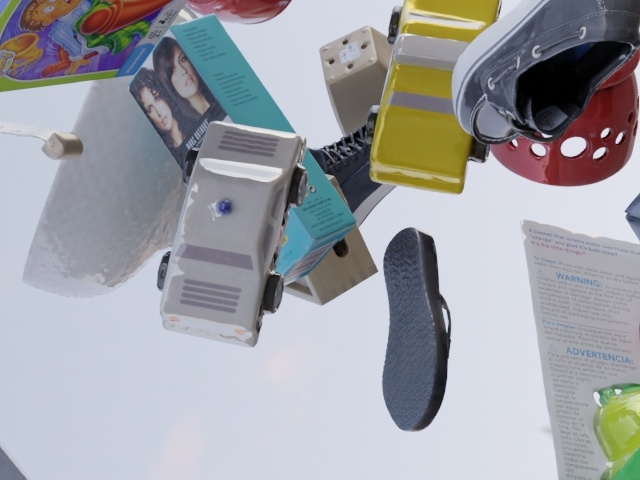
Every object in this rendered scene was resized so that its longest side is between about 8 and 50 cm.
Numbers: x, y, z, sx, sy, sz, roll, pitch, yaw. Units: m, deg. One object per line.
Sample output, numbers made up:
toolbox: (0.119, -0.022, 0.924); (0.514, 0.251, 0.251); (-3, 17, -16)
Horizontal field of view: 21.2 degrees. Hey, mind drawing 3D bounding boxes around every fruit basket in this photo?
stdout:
fruit basket: (0.313, 0.151, 1.301); (0.353, 0.327, 0.165); (-96, 22, -45)

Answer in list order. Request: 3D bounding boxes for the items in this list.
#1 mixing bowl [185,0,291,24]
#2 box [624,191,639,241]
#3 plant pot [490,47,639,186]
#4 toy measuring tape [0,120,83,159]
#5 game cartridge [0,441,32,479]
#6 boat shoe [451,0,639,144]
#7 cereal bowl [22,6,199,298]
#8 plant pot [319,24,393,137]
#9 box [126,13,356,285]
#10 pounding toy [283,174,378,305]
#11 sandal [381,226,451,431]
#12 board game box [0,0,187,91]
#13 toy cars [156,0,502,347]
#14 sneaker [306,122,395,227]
mixing bowl: (-0.123, -0.339, 2.082); (0.098, 0.181, 0.181); (-35, -56, -52)
box: (0.303, 0.002, 1.027); (0.183, 0.059, 0.233); (-48, -57, -12)
plant pot: (0.303, -0.187, 2.124); (0.174, 0.191, 0.191); (88, -156, -44)
toy measuring tape: (-0.369, -0.065, 1.547); (0.121, 0.330, 0.121); (10, -90, -69)
game cartridge: (-0.403, 0.269, 1.518); (0.297, 0.062, 0.198); (-39, -88, -9)
boat shoe: (0.150, -0.106, 1.130); (0.080, 0.228, 0.076); (9, -115, -20)
cereal bowl: (-0.191, -0.090, 1.809); (0.339, 0.141, 0.339); (-159, 90, -85)
plant pot: (0.054, -0.205, 2.163); (0.096, 0.109, 0.109); (50, -158, -44)
box: (-0.075, -0.081, 1.585); (0.060, 0.100, 0.244); (-24, -106, -42)
pounding toy: (0.000, 0.000, 1.741); (0.100, 0.130, 0.141); (-31, -72, -17)
sandal: (0.120, 0.099, 1.963); (0.054, 0.097, 0.254); (22, -126, -30)
board game box: (-0.150, -0.266, 1.326); (0.347, 0.078, 0.233); (-50, -18, 30)
toy cars: (0.010, -0.078, 1.379); (0.393, 0.176, 0.087); (-36, -20, -7)
sneaker: (0.016, -0.108, 2.068); (0.163, 0.086, 0.226); (28, -73, -31)
